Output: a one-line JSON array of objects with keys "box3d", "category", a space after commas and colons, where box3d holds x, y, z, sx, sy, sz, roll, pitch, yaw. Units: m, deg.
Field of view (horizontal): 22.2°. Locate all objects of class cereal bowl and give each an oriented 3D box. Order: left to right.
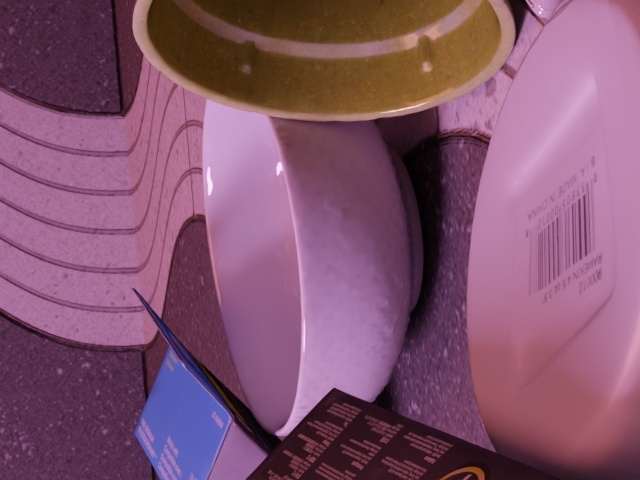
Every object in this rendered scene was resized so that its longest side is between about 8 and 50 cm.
[{"box3d": [0.000, 0.000, 1.447, 0.339, 0.141, 0.338, 173, 90, -75], "category": "cereal bowl"}]

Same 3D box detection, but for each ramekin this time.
[{"box3d": [0.172, 0.005, 0.791, 0.277, 0.135, 0.277, -172, 90, -76], "category": "ramekin"}]

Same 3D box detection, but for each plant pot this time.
[{"box3d": [0.007, -0.261, 1.220, 0.276, 0.276, 0.253, 124, 151, -65], "category": "plant pot"}]

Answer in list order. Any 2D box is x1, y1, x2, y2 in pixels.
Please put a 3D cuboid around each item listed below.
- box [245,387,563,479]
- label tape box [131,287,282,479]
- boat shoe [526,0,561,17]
[{"box3d": [0.141, 0.228, 0.822, 0.318, 0.097, 0.395, 47, 169, -13], "category": "box"}, {"box3d": [-0.080, 0.221, 1.531, 0.333, 0.106, 0.240, 47, 177, -22], "category": "label tape box"}, {"box3d": [0.140, -0.190, 1.124, 0.035, 0.035, 0.100, 105, 148, -43], "category": "boat shoe"}]
